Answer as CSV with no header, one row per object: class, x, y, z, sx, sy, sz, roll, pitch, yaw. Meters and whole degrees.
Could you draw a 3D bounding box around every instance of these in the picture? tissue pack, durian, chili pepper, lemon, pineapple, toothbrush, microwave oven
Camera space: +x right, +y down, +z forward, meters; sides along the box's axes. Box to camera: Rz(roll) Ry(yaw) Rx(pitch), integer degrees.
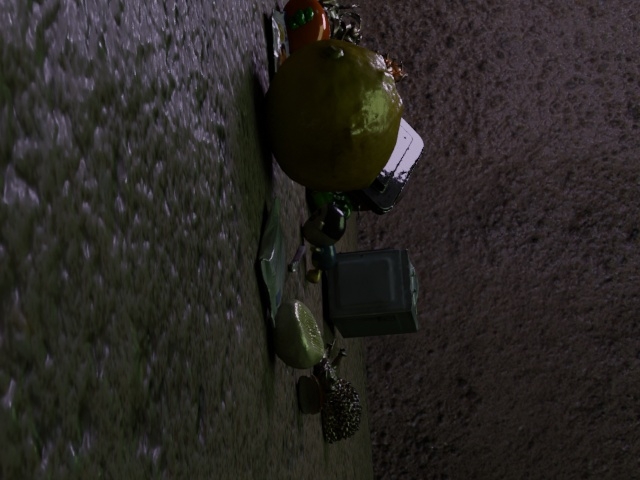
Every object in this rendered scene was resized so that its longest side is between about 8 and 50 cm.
tissue pack,-0.073,0.031,1.551,0.193,0.026,0.123,-85,170,-56
durian,0.054,0.396,2.270,0.148,0.091,0.189,-87,173,-48
chili pepper,0.017,-0.096,2.300,0.253,0.083,0.099,48,37,-73
lemon,0.020,-0.202,1.639,0.234,0.233,0.288,-88,175,-47
pineapple,0.057,-0.485,2.481,0.262,0.262,0.272,-73,138,-74
toothbrush,-0.044,0.035,1.901,0.194,0.014,0.017,-62,148,-79
microwave oven,0.136,0.133,2.528,0.295,0.237,0.181,61,25,-73

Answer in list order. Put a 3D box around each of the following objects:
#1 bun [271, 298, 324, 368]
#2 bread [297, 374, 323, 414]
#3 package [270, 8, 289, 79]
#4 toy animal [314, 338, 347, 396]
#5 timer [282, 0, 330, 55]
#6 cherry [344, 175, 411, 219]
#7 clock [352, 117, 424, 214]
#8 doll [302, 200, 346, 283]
bun,-0.044,0.152,1.562,0.115,0.069,0.115,60,15,-26
bread,-0.018,0.296,1.843,0.109,0.043,0.062,79,8,-59
package,-0.072,-0.337,1.807,0.173,0.027,0.171,-57,143,-75
toy animal,0.019,0.260,2.162,0.220,0.069,0.086,-66,173,-67
timer,-0.030,-0.418,1.921,0.136,0.099,0.136,166,-90,-88
cherry,0.115,-0.200,2.487,0.261,0.221,0.308,-6,-101,58
clock,0.111,-0.236,2.298,0.279,0.049,0.273,43,51,-16
doll,0.000,0.000,2.080,0.102,0.088,0.179,-66,175,-77
